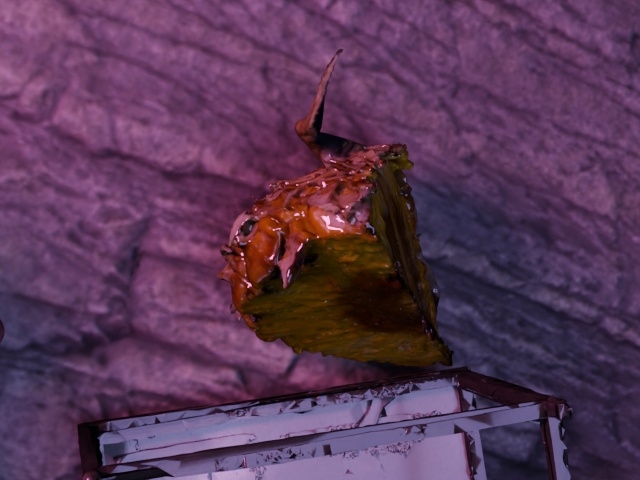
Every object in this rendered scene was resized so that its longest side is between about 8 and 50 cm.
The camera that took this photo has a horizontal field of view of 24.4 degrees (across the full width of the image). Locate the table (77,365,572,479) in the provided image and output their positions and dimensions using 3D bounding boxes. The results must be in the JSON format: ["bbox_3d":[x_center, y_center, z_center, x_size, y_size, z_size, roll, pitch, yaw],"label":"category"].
[{"bbox_3d":[0.002,0.233,1.100,0.335,0.272,0.222,-8,92,-9],"label":"table"}]

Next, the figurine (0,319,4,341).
[{"bbox_3d":[-0.280,0.062,1.103,0.071,0.067,0.083,-23,147,26],"label":"figurine"}]

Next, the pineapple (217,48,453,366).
[{"bbox_3d":[0.000,-0.005,1.147,0.161,0.334,0.158,-5,74,17],"label":"pineapple"}]
